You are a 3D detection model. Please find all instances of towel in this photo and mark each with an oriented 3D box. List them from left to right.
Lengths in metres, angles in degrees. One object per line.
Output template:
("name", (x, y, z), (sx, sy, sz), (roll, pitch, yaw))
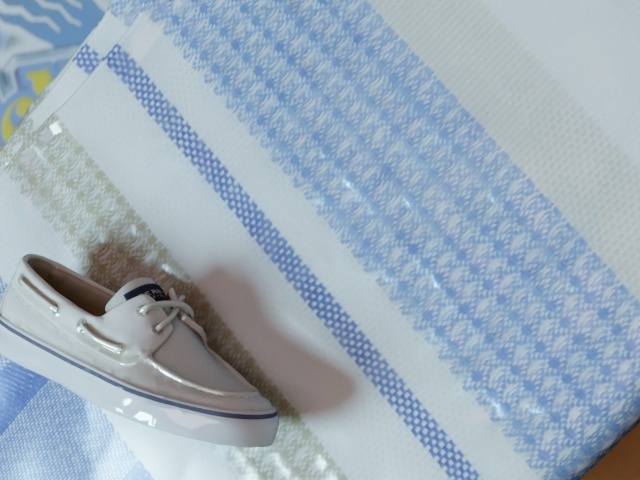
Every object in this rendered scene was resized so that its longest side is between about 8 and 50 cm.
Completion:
("towel", (0.000, 0.000, 0.569), (0.285, 0.034, 0.209), (-49, 65, 18))

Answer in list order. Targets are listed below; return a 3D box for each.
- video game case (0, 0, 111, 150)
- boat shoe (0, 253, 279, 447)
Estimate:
("video game case", (-0.117, -0.111, 0.678), (0.329, 0.036, 0.300), (-20, 78, 27))
("boat shoe", (-0.051, 0.028, 0.558), (0.100, 0.035, 0.035), (21, 100, 35))
